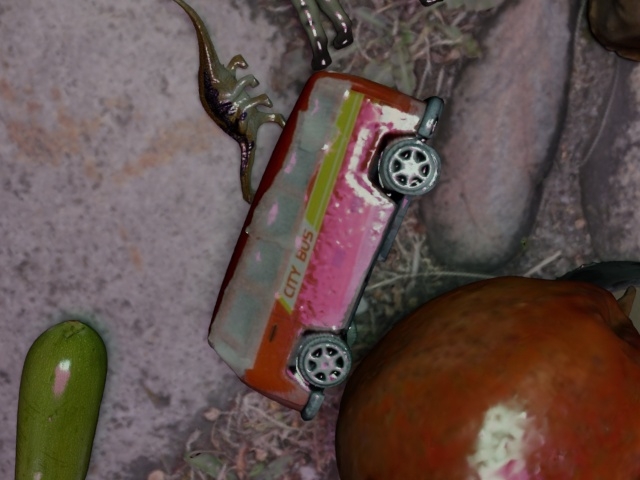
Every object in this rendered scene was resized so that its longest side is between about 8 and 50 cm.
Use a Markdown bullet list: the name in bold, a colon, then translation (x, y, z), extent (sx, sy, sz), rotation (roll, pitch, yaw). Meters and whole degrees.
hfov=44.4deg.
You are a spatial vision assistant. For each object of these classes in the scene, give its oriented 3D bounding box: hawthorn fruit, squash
- **hawthorn fruit**: translation (0.137, 0.117, 0.558), extent (0.210, 0.210, 0.262), rotation (44, 87, -12)
- **squash**: translation (-0.218, 0.160, 0.641), extent (0.066, 0.066, 0.201), rotation (13, 102, -8)

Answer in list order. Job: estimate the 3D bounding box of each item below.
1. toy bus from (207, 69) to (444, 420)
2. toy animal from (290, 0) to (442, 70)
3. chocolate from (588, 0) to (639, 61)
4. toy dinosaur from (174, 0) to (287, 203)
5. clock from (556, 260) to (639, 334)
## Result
- **toy bus**: translation (0.000, 0.000, 0.609), extent (0.120, 0.121, 0.265), rotation (22, 99, -1)
- **toy animal**: translation (0.000, -0.229, 0.571), extent (0.217, 0.073, 0.176), rotation (-26, 110, 16)
- **chocolate**: translation (0.295, -0.247, 0.599), extent (0.148, 0.093, 0.214), rotation (0, 101, -5)
- **toy dinosaur**: translation (-0.065, -0.116, 0.615), extent (0.058, 0.037, 0.180), rotation (-23, 103, -6)
- **clock**: translation (0.272, 0.157, 0.695), extent (0.280, 0.055, 0.280), rotation (-1, 101, -6)
